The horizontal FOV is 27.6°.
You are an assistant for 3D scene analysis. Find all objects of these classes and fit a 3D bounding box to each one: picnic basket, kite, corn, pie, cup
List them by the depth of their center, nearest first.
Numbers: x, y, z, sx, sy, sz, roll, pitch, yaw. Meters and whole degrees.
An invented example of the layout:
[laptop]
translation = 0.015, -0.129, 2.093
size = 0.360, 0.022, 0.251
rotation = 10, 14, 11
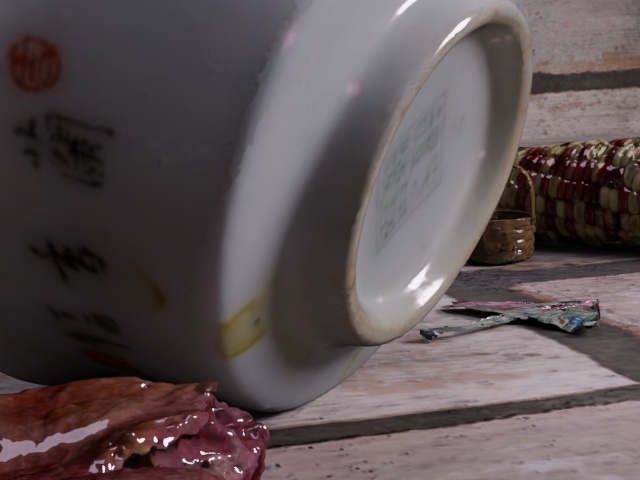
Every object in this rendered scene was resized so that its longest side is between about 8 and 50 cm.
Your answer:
[pie]
translation = -0.087, 0.091, 0.400
size = 0.204, 0.054, 0.219
rotation = -4, 10, -10
[cup]
translation = -0.008, -0.058, 0.624
size = 0.163, 0.347, 0.347
rotation = 24, 19, 24
[kite]
translation = 0.122, 0.048, 0.817
size = 0.157, 0.011, 0.139
rotation = -7, 6, -39
[picnic basket]
translation = 0.142, -0.025, 1.064
size = 0.072, 0.083, 0.072
rotation = -2, 7, 0
[corn]
translation = 0.250, -0.038, 1.101
size = 0.290, 0.098, 0.098
rotation = 1, 8, 41
